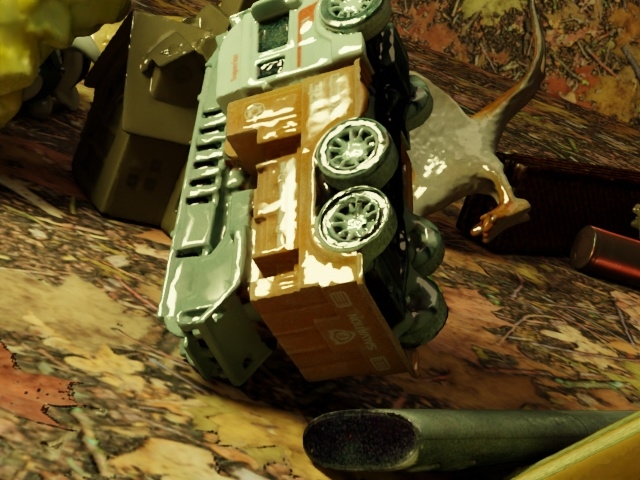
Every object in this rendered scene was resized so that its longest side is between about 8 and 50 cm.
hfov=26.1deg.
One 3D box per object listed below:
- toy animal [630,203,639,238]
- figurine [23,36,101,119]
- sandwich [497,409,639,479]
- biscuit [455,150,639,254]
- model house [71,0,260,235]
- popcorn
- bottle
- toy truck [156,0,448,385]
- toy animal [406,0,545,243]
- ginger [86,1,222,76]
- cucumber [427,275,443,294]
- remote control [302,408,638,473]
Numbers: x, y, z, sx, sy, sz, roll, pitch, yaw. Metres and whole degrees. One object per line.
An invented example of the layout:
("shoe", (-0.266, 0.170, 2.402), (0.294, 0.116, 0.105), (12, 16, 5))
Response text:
("toy animal", (0.478, 0.029, 1.790), (0.220, 0.086, 0.069), (33, 11, -29))
("figurine", (-0.296, -0.196, 1.457), (0.147, 0.126, 0.192), (60, 8, -15))
("sandwich", (0.200, 0.144, 0.778), (0.227, 0.198, 0.155), (28, 17, 23))
("biscuit", (0.317, -0.042, 1.734), (0.073, 0.107, 0.388), (30, 17, 39))
("model house", (-0.082, -0.127, 1.243), (0.211, 0.243, 0.204), (12, 17, -31))
("popcorn", (-0.311, -0.218, 1.186), (0.276, 0.276, 0.225), (20, -16, -4))
("bottle", (0.389, 0.029, 1.681), (0.164, 0.060, 0.060), (16, 16, -18))
("toy truck", (-0.017, -0.059, 1.019), (0.184, 0.133, 0.338), (-12, 51, 16))
("toy animal", (0.177, -0.119, 1.562), (0.225, 0.284, 0.302), (69, -3, -52))
("ginger", (-0.115, -0.211, 1.713), (0.348, 0.122, 0.363), (8, -9, 29))
("cucumber", (0.043, 0.013, 1.325), (0.168, 0.039, 0.039), (28, 17, 17))
("remote control", (0.159, 0.140, 0.980), (0.378, 0.044, 0.107), (6, -15, -43))
